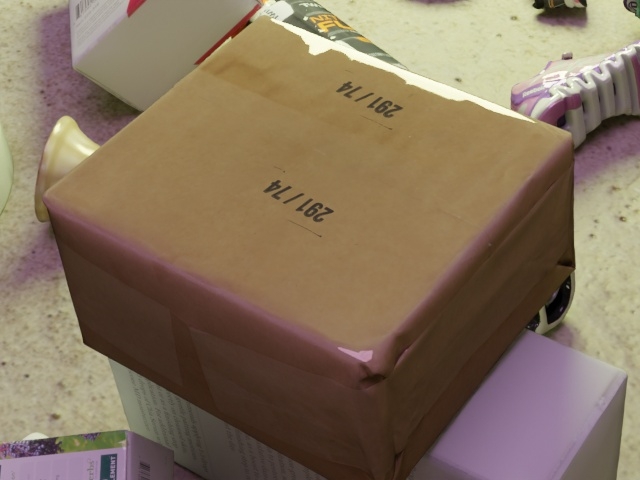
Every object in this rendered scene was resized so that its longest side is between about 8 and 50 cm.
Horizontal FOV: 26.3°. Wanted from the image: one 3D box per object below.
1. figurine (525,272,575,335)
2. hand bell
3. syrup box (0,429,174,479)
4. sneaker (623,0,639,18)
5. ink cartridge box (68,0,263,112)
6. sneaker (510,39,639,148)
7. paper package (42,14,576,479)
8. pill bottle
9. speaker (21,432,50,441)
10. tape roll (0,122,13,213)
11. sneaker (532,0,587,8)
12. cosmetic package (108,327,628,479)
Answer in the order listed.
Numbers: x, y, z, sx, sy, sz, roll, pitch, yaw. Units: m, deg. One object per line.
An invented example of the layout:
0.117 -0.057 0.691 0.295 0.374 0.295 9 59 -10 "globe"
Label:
0.116 0.066 1.398 0.209 0.092 0.215 21 53 36 "figurine"
-0.189 -0.053 1.560 0.242 0.126 0.126 14 48 3 "hand bell"
-0.255 0.233 1.218 0.237 0.096 0.093 -8 68 18 "syrup box"
0.422 -0.280 1.676 0.098 0.083 0.224 -9 21 15 "sneaker"
-0.207 -0.347 1.743 0.226 0.131 0.306 -39 38 25 "ink cartridge box"
0.319 -0.186 1.608 0.236 0.095 0.104 -26 35 -18 "sneaker"
0.000 0.000 1.093 0.325 0.168 0.309 24 51 29 "paper package"
-0.008 -0.209 1.644 0.130 0.130 0.245 -31 50 -21 "pill bottle"
-0.230 0.232 1.295 0.136 0.055 0.055 23 53 27 "speaker"
-0.565 -0.071 1.633 0.392 0.072 0.392 -4 45 4 "tape roll"
0.301 -0.367 1.801 0.077 0.072 0.178 -10 38 13 "sneaker"
0.028 0.148 1.219 0.453 0.230 0.161 24 53 27 "cosmetic package"
